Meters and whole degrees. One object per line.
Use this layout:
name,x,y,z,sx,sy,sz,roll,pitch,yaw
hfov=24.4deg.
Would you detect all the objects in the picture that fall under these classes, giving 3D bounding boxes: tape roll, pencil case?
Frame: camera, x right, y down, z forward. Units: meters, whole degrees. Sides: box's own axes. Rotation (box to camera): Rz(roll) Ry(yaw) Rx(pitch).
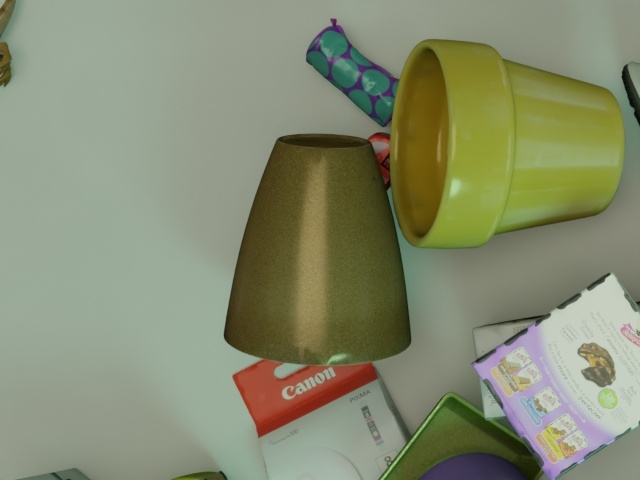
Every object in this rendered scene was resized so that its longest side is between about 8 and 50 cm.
tape roll,0.195,0.367,1.847,0.189,0.080,0.189,-5,110,-14
pencil case,0.052,-0.220,1.953,0.152,0.064,0.070,40,110,10

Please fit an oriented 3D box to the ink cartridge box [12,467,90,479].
ink cartridge box,-0.378,0.387,1.944,0.087,0.208,0.153,41,95,13

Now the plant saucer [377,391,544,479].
plant saucer,0.168,0.300,1.885,0.188,0.045,0.188,35,96,-24

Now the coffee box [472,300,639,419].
coffee box,0.348,0.141,1.826,0.297,0.168,0.118,-9,86,10

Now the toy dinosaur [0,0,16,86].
toy dinosaur,-0.466,-0.279,2.061,0.211,0.064,0.112,-43,79,7

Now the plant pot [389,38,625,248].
plant pot,0.232,-0.115,1.822,0.239,0.254,0.254,1,88,-14

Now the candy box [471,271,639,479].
candy box,0.303,0.156,1.713,0.196,0.070,0.165,-34,82,9

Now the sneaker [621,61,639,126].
sneaker,0.567,-0.063,1.788,0.257,0.169,0.447,-25,81,11

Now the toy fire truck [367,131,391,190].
toy fire truck,0.017,-0.079,1.962,0.135,0.047,0.192,38,96,10

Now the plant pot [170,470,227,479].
plant pot,-0.178,0.423,1.900,0.207,0.227,0.228,-35,81,1

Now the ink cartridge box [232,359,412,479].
ink cartridge box,0.005,0.245,1.950,0.189,0.066,0.232,-28,87,9

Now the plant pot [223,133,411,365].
plant pot,0.000,0.000,1.840,0.237,0.237,0.254,4,102,12
